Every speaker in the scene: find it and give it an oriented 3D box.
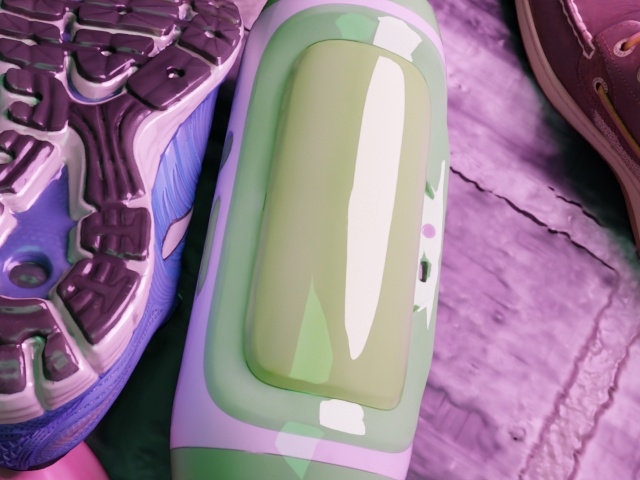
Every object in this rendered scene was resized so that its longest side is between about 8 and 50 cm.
[{"bbox_3d":[0.000,0.000,0.473,0.131,0.131,0.296,11,69,-7],"label":"speaker"}]

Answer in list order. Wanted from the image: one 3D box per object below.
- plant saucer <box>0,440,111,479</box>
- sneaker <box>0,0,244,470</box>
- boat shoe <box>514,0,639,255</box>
[{"bbox_3d":[-0.243,0.201,0.378,0.332,0.084,0.332,3,71,-9],"label":"plant saucer"},{"bbox_3d":[-0.127,-0.030,0.460,0.130,0.147,0.330,15,48,-4],"label":"sneaker"},{"bbox_3d":[0.238,-0.094,0.552,0.123,0.123,0.342,-14,74,-15],"label":"boat shoe"}]
